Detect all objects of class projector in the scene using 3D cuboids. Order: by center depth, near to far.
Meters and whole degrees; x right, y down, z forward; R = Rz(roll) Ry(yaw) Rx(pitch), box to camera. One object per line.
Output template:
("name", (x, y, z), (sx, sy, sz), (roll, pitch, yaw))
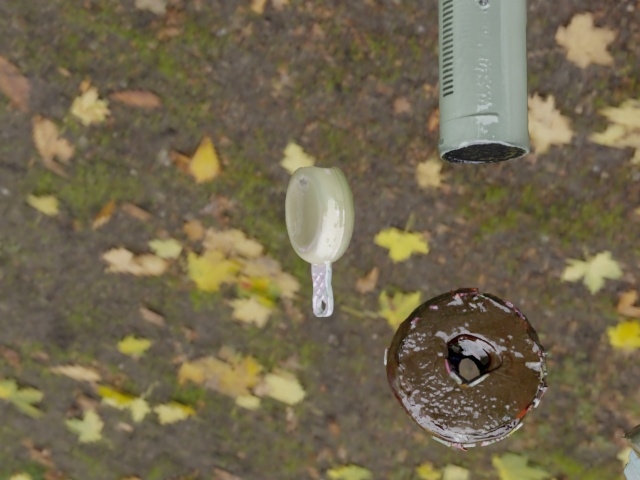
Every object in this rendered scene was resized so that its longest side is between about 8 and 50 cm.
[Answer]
("projector", (0.190, -0.261, 1.499), (0.108, 0.337, 0.108), (0, 170, 0))

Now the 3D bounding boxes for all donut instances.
("donut", (0.237, 0.208, 2.077), (0.270, 0.269, 0.103), (18, 160, 7))

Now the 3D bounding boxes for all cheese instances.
("cheese", (0.000, 0.000, 1.906), (0.064, 0.227, 0.137), (-2, 177, -31))

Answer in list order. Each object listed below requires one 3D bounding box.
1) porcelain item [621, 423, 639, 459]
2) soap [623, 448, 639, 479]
("porcelain item", (0.422, 0.166, 1.337), (0.069, 0.216, 0.081), (51, -178, 12))
("soap", (0.607, 0.368, 1.818), (0.261, 0.446, 0.156), (-23, 144, 0))
